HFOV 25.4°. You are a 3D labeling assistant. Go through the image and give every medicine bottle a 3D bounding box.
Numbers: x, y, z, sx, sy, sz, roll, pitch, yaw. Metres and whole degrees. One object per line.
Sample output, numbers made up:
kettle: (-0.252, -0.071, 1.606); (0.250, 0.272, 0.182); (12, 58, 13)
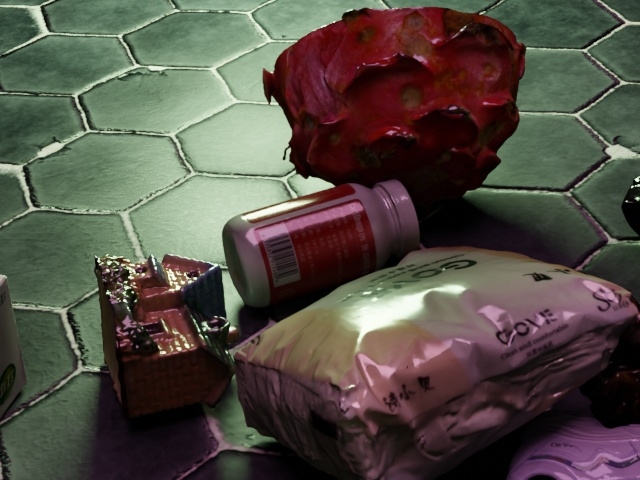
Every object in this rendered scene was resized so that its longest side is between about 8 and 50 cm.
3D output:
medicine bottle: (0.000, 0.000, 1.928); (0.250, 0.131, 0.131); (-16, 34, -16)

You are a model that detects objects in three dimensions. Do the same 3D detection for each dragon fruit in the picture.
dragon fruit: (0.114, -0.172, 2.049); (0.386, 0.371, 0.249); (-7, 72, 5)

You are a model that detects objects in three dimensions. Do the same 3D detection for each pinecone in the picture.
pinecone: (0.405, 0.143, 1.609); (0.229, 0.202, 0.201); (2, 20, -8)

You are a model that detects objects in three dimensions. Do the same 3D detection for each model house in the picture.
model house: (-0.179, 0.113, 1.752); (0.172, 0.166, 0.183); (-7, 34, -14)

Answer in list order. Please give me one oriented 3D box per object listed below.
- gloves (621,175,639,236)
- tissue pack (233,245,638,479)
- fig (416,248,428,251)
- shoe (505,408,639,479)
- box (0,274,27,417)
gloves: (0.529, -0.063, 2.013); (0.164, 0.124, 0.203); (29, 50, 15)
tissue pack: (0.115, 0.132, 1.613); (0.375, 0.195, 0.390); (-27, 17, -24)
fig: (0.126, 0.041, 1.940); (0.083, 0.050, 0.050); (-18, 33, 0)
shoe: (0.312, 0.266, 1.527); (0.245, 0.095, 0.137); (13, 39, 30)
box: (-0.483, 0.181, 1.656); (0.145, 0.173, 0.333); (8, 34, 15)
